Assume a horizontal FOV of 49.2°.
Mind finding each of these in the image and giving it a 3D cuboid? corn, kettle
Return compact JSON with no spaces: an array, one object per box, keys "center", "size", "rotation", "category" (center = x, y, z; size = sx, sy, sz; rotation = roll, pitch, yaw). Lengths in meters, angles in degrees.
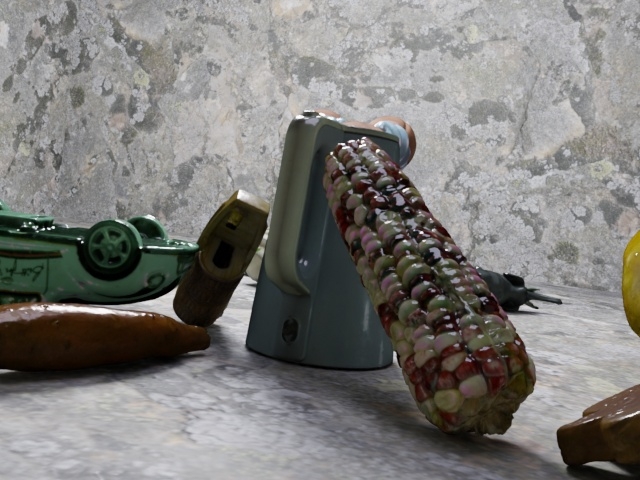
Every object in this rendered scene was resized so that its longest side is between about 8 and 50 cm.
[{"center":[0.072,0.027,0.560],"size":[0.092,0.092,0.281],"rotation":[6,42,-36],"category":"corn"},{"center":[0.000,0.000,0.720],"size":[0.159,0.243,0.210],"rotation":[8,4,27],"category":"kettle"}]

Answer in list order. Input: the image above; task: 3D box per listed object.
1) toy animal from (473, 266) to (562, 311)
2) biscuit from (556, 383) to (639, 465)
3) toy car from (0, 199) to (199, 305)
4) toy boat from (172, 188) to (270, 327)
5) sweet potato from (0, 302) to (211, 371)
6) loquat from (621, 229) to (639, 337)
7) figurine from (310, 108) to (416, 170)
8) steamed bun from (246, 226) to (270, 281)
[{"center":[0.358,0.102,1.450],"size":[0.269,0.082,0.137],"rotation":[10,3,-29],"category":"toy animal"},{"center":[0.245,0.106,0.464],"size":[0.179,0.039,0.236],"rotation":[-28,-16,15],"category":"biscuit"},{"center":[-0.281,0.024,0.704],"size":[0.305,0.125,0.136],"rotation":[9,3,-1],"category":"toy car"},{"center":[-0.112,0.027,0.777],"size":[0.068,0.088,0.226],"rotation":[26,-42,-10],"category":"toy boat"},{"center":[-0.183,0.078,0.566],"size":[0.057,0.057,0.264],"rotation":[9,-2,40],"category":"sweet potato"},{"center":[0.600,0.059,1.082],"size":[0.283,0.276,0.276],"rotation":[1,6,-44],"category":"loquat"},{"center":[0.072,-0.091,1.511],"size":[0.276,0.388,0.248],"rotation":[5,1,-6],"category":"figurine"},{"center":[-0.056,0.019,1.335],"size":[0.182,0.106,0.183],"rotation":[-9,22,4],"category":"steamed bun"}]
